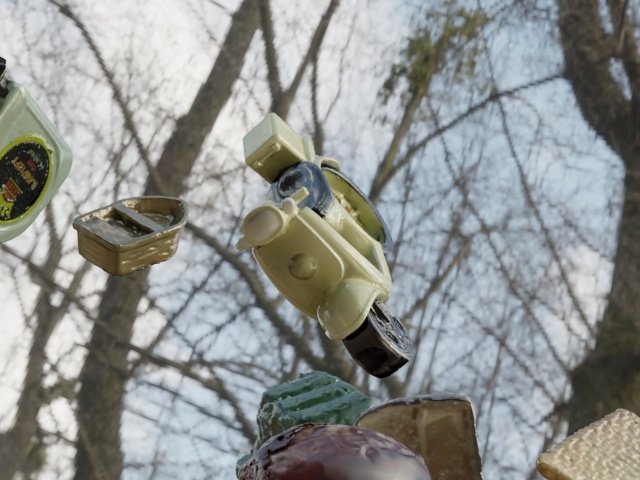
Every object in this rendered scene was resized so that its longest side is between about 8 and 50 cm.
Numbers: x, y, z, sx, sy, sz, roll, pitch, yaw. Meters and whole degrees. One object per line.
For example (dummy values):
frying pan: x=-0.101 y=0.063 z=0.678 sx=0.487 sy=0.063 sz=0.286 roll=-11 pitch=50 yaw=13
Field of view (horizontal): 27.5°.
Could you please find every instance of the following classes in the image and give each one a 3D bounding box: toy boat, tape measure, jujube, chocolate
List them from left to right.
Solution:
tape measure: x=-0.458 y=-0.113 z=1.764 sx=0.115 sy=0.207 sz=0.235 roll=30 pitch=-17 yaw=26
toy boat: x=-0.274 y=-0.012 z=1.972 sx=0.116 sy=0.188 sz=0.061 roll=27 pitch=-57 yaw=32
jujube: x=0.017 y=0.307 z=1.529 sx=0.243 sy=0.183 sz=0.183 roll=9 pitch=-30 yaw=-32
chocolate: x=0.137 y=0.353 z=1.799 sx=0.185 sy=0.100 sz=0.303 roll=-10 pitch=-81 yaw=-5

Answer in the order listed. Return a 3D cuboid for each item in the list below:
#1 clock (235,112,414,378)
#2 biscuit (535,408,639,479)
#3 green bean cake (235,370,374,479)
clock: x=0.000 y=0.000 z=1.746 sx=0.120 sy=0.379 sz=0.276 roll=-41 pitch=-64 yaw=17
biscuit: x=0.371 y=0.277 z=1.558 sx=0.160 sy=0.249 sz=0.030 roll=34 pitch=-64 yaw=27
green bean cake: x=-0.007 y=0.352 z=1.995 sx=0.300 sy=0.169 sz=0.308 roll=20 pitch=-56 yaw=58
